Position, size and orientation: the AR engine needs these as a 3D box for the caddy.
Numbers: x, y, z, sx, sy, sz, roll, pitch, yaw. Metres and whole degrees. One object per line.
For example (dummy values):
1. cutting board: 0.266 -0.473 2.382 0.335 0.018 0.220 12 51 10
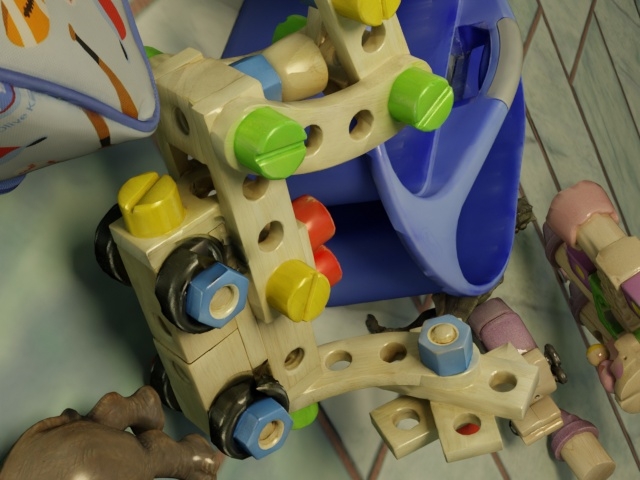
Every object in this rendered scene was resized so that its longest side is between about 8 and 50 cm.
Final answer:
1. caddy: 0.066 -0.110 0.810 0.241 0.179 0.341 53 37 -37

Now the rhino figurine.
1. rhino figurine: -0.099 0.193 0.509 0.106 0.073 0.243 1 80 -51

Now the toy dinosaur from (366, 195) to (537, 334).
1. toy dinosaur: 0.097 0.039 0.863 0.064 0.118 0.268 61 34 -25

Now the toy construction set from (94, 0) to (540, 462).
1. toy construction set: 0.000 0.000 0.596 0.215 0.151 0.328 -37 121 -25

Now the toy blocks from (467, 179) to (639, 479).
1. toy blocks: 0.285 0.054 1.137 0.260 0.309 0.289 59 -2 43

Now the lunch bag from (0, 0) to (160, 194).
1. lunch bag: -0.174 -0.159 0.432 0.243 0.115 0.303 13 59 -75
